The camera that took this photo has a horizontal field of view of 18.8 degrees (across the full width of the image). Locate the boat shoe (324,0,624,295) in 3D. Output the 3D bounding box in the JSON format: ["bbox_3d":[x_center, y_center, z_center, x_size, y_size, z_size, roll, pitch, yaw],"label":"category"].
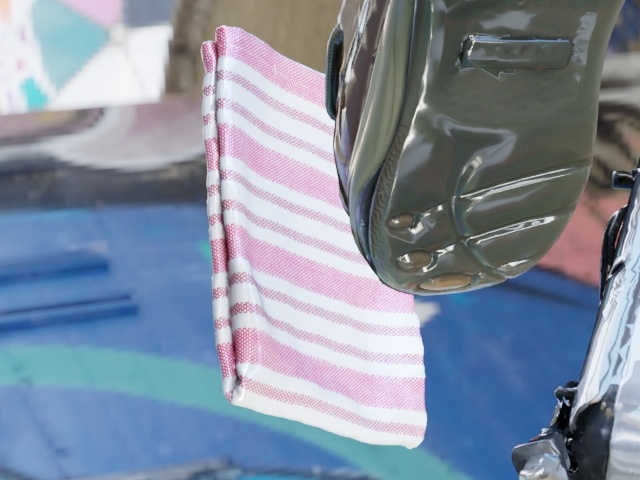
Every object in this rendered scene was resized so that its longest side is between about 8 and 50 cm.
[{"bbox_3d":[0.066,-0.134,0.767,0.120,0.122,0.324,-120,-139,-49],"label":"boat shoe"}]

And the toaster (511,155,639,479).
[{"bbox_3d":[0.114,0.080,0.491,0.186,0.110,0.168,-61,153,-57],"label":"toaster"}]

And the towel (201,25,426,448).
[{"bbox_3d":[0.000,0.000,0.972,0.029,0.144,0.197,-20,-115,37],"label":"towel"}]
